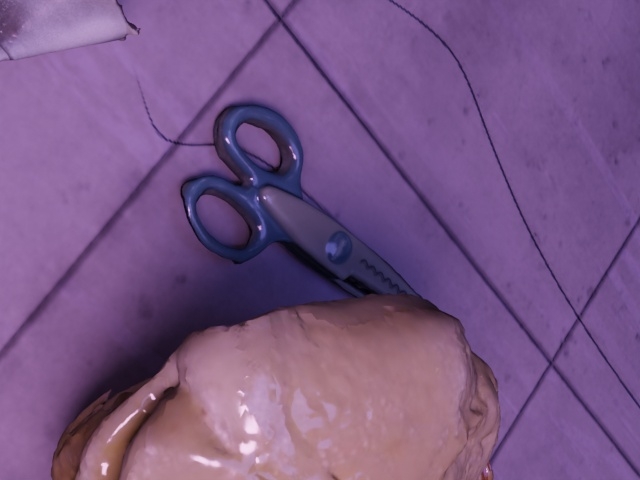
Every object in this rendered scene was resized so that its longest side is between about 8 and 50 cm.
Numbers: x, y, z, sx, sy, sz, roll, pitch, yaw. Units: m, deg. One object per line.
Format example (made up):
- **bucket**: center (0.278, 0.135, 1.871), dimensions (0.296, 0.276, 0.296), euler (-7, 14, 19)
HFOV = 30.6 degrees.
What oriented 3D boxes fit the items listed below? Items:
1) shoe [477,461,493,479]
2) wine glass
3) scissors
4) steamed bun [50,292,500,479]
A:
- **shoe**: center (0.116, 0.209, 1.129), dimensions (0.069, 0.072, 0.109), euler (-14, 83, -23)
- **wine glass**: center (-0.232, -0.123, 0.811), dimensions (0.183, 0.122, 0.122), euler (-52, 121, -18)
- **scissors**: center (0.000, 0.000, 1.040), dimensions (0.289, 0.041, 0.138), euler (38, 64, -32)
- **steamed bun**: center (-0.022, 0.175, 0.845), dimensions (0.325, 0.372, 0.230), euler (-21, 79, -17)
